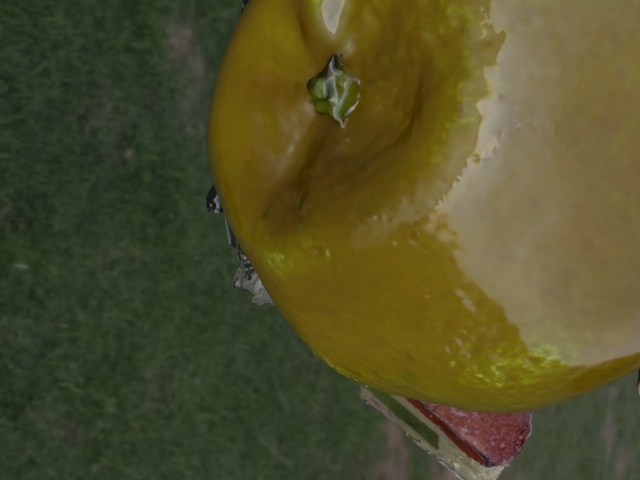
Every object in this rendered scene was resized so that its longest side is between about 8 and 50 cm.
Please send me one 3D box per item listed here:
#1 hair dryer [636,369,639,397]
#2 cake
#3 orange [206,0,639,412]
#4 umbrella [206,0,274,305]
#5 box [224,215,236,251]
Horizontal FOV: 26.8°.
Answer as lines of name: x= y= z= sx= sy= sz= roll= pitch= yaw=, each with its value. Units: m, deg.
hair dryer: x=0.450 y=0.098 z=1.491 sx=0.050 sy=0.194 sz=0.173 roll=61 pitch=28 yaw=-26
cake: x=0.149 y=0.235 z=1.693 sx=0.086 sy=0.220 sz=0.117 roll=104 pitch=-1 yaw=-49
orange: x=0.076 y=-0.055 z=0.646 sx=0.235 sy=0.279 sz=0.279 roll=21 pitch=76 yaw=-39
umbrella: x=-0.047 y=-0.118 z=1.221 sx=0.106 sy=0.113 sz=0.358 roll=-12 pitch=106 yaw=-42
box: x=0.000 y=0.000 z=1.558 sx=0.045 sy=0.270 sz=0.211 roll=-50 pitch=158 yaw=-29
